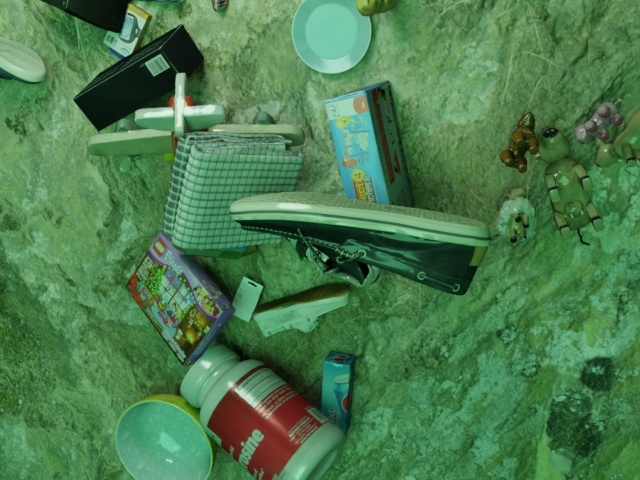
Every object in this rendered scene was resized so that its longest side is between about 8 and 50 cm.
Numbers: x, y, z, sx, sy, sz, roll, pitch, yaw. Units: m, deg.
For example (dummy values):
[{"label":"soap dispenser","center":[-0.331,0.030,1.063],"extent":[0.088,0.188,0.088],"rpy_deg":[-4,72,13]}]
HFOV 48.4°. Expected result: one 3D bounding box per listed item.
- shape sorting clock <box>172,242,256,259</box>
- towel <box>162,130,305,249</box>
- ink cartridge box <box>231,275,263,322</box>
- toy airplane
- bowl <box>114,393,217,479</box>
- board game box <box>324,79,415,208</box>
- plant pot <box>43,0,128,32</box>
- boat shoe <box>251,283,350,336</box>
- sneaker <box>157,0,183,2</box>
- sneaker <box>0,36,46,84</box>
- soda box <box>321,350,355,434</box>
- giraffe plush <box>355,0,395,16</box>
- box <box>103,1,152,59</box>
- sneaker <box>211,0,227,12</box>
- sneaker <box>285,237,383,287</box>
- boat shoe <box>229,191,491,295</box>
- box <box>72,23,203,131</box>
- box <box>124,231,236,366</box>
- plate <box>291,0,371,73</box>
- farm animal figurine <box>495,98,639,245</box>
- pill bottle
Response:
[{"label":"shape sorting clock","center":[-0.262,0.011,1.769],"extent":[0.206,0.206,0.040],"rpy_deg":[0,77,15]},{"label":"towel","center":[-0.189,-0.113,1.533],"extent":[0.121,0.283,0.235],"rpy_deg":[38,123,40]},{"label":"ink cartridge box","center":[-0.191,0.151,1.870],"extent":[0.062,0.029,0.115],"rpy_deg":[27,110,7]},{"label":"toy airplane","center":[-0.290,-0.232,1.656],"extent":[0.386,0.272,0.384],"rpy_deg":[30,130,-30]},{"label":"bowl","center":[-0.402,0.537,1.971],"extent":[0.289,0.156,0.290],"rpy_deg":[4,106,14]},{"label":"board game box","center":[0.117,-0.176,1.544],"extent":[0.086,0.302,0.308],"rpy_deg":[-9,103,18]},{"label":"plant pot","center":[-0.570,-0.609,1.661],"extent":[0.187,0.167,0.188],"rpy_deg":[28,112,17]},{"label":"boat shoe","center":[-0.038,0.184,1.807],"extent":[0.277,0.098,0.096],"rpy_deg":[-16,103,27]},{"label":"sneaker","center":[-0.395,-0.594,1.691],"extent":[0.144,0.059,0.053],"rpy_deg":[7,109,15]},{"label":"sneaker","center":[-0.862,-0.450,1.834],"extent":[0.350,0.131,0.148],"rpy_deg":[27,118,12]},{"label":"soda box","center":[0.044,0.401,1.859],"extent":[0.071,0.067,0.210],"rpy_deg":[7,108,13]},{"label":"giraffe plush","center":[0.067,-0.593,1.525],"extent":[0.170,0.181,0.210],"rpy_deg":[12,121,34]},{"label":"box","center":[-0.478,-0.513,1.755],"extent":[0.081,0.028,0.136],"rpy_deg":[32,110,4]},{"label":"sneaker","center":[-0.251,-0.594,1.666],"extent":[0.057,0.047,0.119],"rpy_deg":[4,104,31]},{"label":"sneaker","center":[0.000,0.000,1.714],"extent":[0.330,0.146,0.122],"rpy_deg":[30,113,6]},{"label":"boat shoe","center":[0.064,0.002,1.354],"extent":[0.500,0.187,0.156],"rpy_deg":[10,103,7]},{"label":"box","center":[-0.426,-0.386,1.685],"extent":[0.261,0.184,0.103],"rpy_deg":[-23,120,20]},{"label":"box","center":[-0.369,0.149,1.845],"extent":[0.293,0.057,0.201],"rpy_deg":[47,113,24]},{"label":"plate","center":[0.026,-0.478,1.630],"extent":[0.188,0.024,0.188],"rpy_deg":[4,106,15]},{"label":"farm animal figurine","center":[0.543,-0.156,1.519],"extent":[0.330,0.172,0.327],"rpy_deg":[-2,118,8]},{"label":"pill bottle","center":[-0.155,0.454,1.814],"extent":[0.407,0.229,0.229],"rpy_deg":[36,113,21]}]
